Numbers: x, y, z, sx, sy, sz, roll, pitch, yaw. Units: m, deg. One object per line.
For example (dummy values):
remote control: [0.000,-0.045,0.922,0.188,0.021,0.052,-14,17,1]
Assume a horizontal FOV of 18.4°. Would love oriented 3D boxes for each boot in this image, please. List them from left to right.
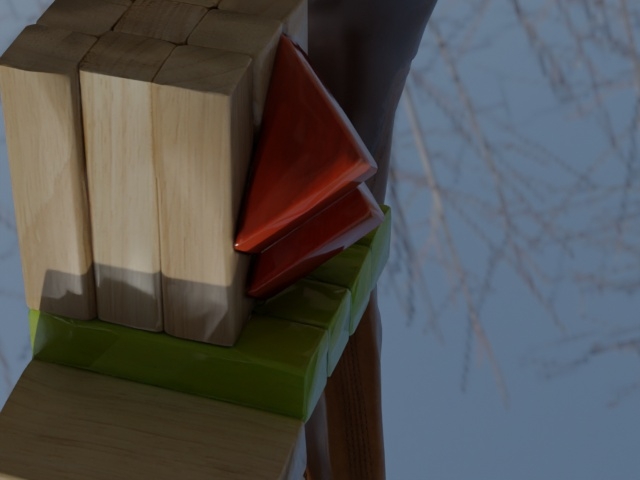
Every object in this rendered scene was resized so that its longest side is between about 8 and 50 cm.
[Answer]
boot: [0.000,0.000,0.852,0.096,0.264,0.280,5,-108,-16]

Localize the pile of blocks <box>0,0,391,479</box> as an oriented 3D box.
pile of blocks: [-0.028,0.088,0.585,0.112,0.362,0.149,12,-166,14]
